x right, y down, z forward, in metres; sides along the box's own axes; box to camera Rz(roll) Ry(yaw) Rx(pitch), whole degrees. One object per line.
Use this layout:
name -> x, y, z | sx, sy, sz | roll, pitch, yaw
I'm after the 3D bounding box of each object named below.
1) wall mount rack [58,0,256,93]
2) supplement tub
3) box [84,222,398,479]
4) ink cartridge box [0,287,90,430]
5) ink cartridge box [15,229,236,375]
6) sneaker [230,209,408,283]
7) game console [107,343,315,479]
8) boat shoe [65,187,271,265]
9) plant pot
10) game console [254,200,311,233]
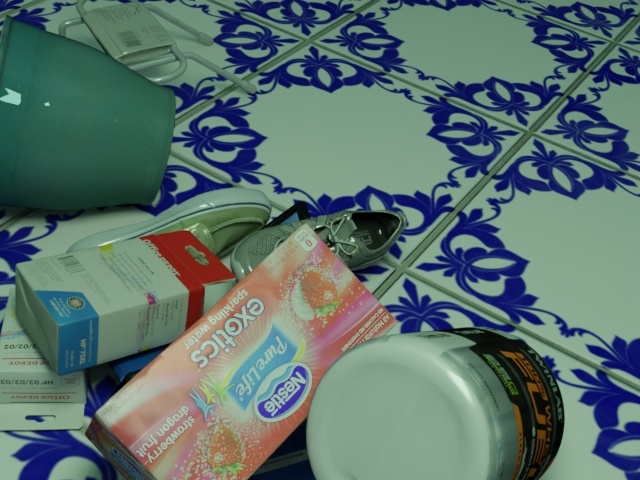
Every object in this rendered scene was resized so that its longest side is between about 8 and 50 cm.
wall mount rack -> -0.297, -0.340, 1.635 | 0.304, 0.131, 0.350 | -17, 46, -23
supplement tub -> 0.138, 0.188, 0.935 | 0.193, 0.194, 0.316 | 32, 13, 26
box -> -0.082, 0.145, 0.946 | 0.154, 0.142, 0.300 | 47, 63, 2
ink cartridge box -> -0.333, 0.140, 1.090 | 0.104, 0.062, 0.181 | 1, 40, -10
ink cartridge box -> -0.233, 0.067, 1.086 | 0.231, 0.078, 0.134 | -13, 38, -35
sneaker -> 0.000, 0.000, 1.232 | 0.281, 0.115, 0.105 | -19, 77, -40
game console -> -0.096, 0.191, 1.100 | 0.293, 0.173, 0.250 | -11, 74, -21
boat shoe -> -0.199, 0.016, 1.249 | 0.302, 0.109, 0.094 | -21, 61, -18
plant pot -> -0.355, -0.163, 1.316 | 0.255, 0.272, 0.272 | 11, 37, -21
game console -> -0.024, 0.014, 1.294 | 0.071, 0.107, 0.122 | 2, 29, 40
